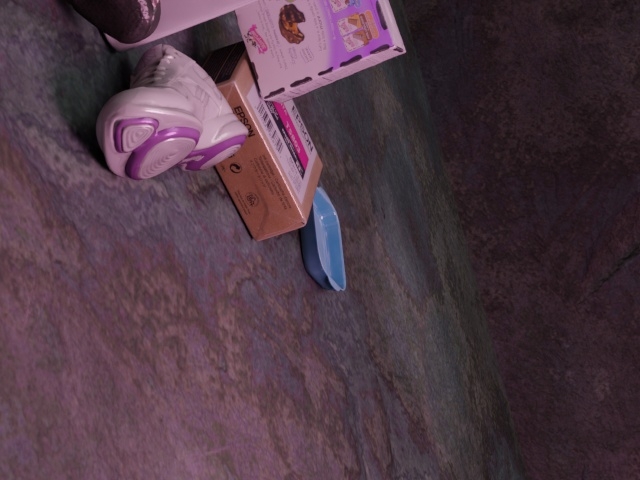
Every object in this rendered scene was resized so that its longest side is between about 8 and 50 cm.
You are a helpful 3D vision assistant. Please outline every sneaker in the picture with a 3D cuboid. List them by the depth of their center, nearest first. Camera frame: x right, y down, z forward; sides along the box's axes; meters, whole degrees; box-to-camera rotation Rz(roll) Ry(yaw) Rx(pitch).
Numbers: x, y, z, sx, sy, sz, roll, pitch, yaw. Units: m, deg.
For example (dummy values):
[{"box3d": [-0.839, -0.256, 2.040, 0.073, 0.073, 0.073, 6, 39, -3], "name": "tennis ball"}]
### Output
[{"box3d": [-0.282, -0.297, 1.057, 0.281, 0.106, 0.162, 54, 28, -20], "name": "sneaker"}, {"box3d": [-0.190, -0.152, 1.206, 0.152, 0.114, 0.305, 60, 13, 4], "name": "sneaker"}]

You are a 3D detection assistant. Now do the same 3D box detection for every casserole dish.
[{"box3d": [0.000, 0.000, 1.713, 0.114, 0.037, 0.188, 49, 30, -53], "name": "casserole dish"}]

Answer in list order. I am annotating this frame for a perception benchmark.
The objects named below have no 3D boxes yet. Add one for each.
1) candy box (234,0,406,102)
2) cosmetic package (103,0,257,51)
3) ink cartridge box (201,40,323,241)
[{"box3d": [-0.007, -0.296, 1.419, 0.070, 0.196, 0.164, -8, 79, -71], "name": "candy box"}, {"box3d": [-0.129, -0.482, 1.285, 0.393, 0.328, 0.329, -73, 142, -60], "name": "cosmetic package"}, {"box3d": [-0.089, -0.148, 1.495, 0.193, 0.088, 0.234, -75, 143, -58], "name": "ink cartridge box"}]
